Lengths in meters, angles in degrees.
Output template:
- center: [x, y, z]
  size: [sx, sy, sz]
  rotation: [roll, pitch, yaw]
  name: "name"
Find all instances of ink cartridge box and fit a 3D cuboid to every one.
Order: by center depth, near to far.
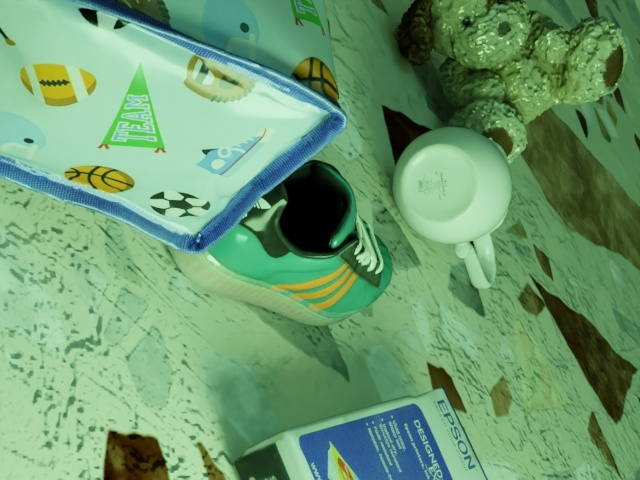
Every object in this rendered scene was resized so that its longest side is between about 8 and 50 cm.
- center: [0.081, 0.284, 1.254]
  size: [0.307, 0.072, 0.303]
  rotation: [-1, 64, -64]
  name: "ink cartridge box"

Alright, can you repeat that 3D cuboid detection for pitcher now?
- center: [0.156, -0.033, 1.660]
  size: [0.207, 0.126, 0.177]
  rotation: [1, 79, -74]
  name: "pitcher"

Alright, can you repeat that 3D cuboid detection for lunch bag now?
- center: [-0.187, -0.222, 1.085]
  size: [0.386, 0.239, 0.327]
  rotation: [22, 44, -30]
  name: "lunch bag"

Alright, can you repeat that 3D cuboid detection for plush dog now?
- center: [0.216, -0.249, 1.895]
  size: [0.225, 0.262, 0.210]
  rotation: [60, -9, -25]
  name: "plush dog"

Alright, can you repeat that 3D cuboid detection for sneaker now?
- center: [0.000, 0.000, 1.318]
  size: [0.302, 0.121, 0.108]
  rotation: [12, 55, -58]
  name: "sneaker"
